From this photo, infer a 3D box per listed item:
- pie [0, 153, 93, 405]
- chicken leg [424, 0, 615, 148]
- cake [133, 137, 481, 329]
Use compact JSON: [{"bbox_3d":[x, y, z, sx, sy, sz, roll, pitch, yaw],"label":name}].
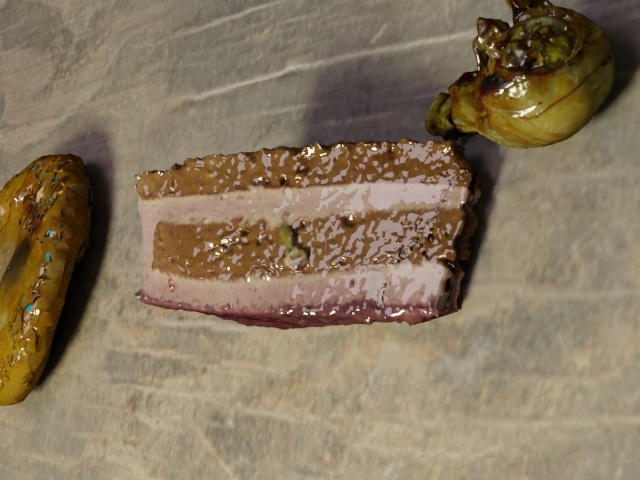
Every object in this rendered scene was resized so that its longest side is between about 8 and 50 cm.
[{"bbox_3d":[-0.283,0.033,1.636,0.273,0.069,0.273,-36,45,48],"label":"pie"},{"bbox_3d":[0.105,-0.093,0.986,0.178,0.070,0.093,156,102,-71],"label":"chicken leg"},{"bbox_3d":[0.000,0.000,1.125,0.295,0.113,0.116,-2,78,50],"label":"cake"}]
